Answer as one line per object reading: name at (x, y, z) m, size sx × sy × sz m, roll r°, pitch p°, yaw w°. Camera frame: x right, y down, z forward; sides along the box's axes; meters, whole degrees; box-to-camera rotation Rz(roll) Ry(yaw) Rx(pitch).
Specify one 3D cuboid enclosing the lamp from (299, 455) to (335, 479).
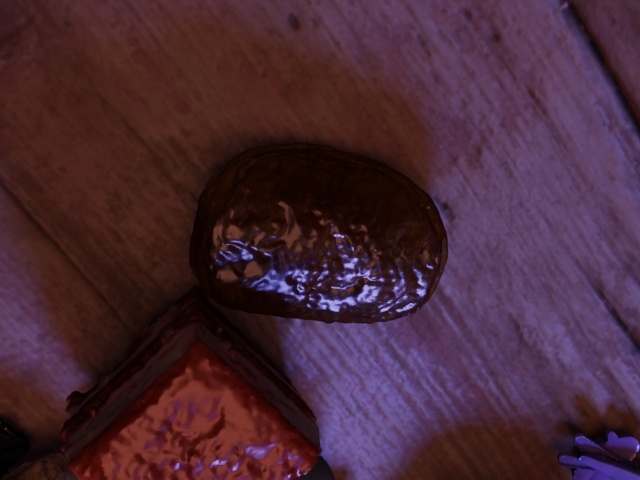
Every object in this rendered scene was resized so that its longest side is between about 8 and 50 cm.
lamp at (-0.051, 0.442, 1.269) m, size 0.197 × 0.198 × 0.244 m, roll -36°, pitch 118°, yaw 4°

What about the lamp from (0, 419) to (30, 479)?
lamp at (-0.557, 0.323, 1.202) m, size 0.172 × 0.147 × 0.227 m, roll -34°, pitch 117°, yaw -21°

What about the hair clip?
hair clip at (0.543, 0.420, 1.390) m, size 0.278 × 0.090 × 0.137 m, roll 30°, pitch 113°, yaw -6°

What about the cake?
cake at (-0.181, 0.259, 1.111) m, size 0.269 × 0.319 × 0.270 m, roll -45°, pitch 105°, yaw -5°

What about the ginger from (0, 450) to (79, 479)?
ginger at (-0.408, 0.515, 1.220) m, size 0.166 × 0.236 × 0.375 m, roll -15°, pitch 107°, yaw 36°

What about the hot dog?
hot dog at (0.000, 0.000, 1.156) m, size 0.387 × 0.174 × 0.267 m, roll 8°, pitch 107°, yaw -19°
